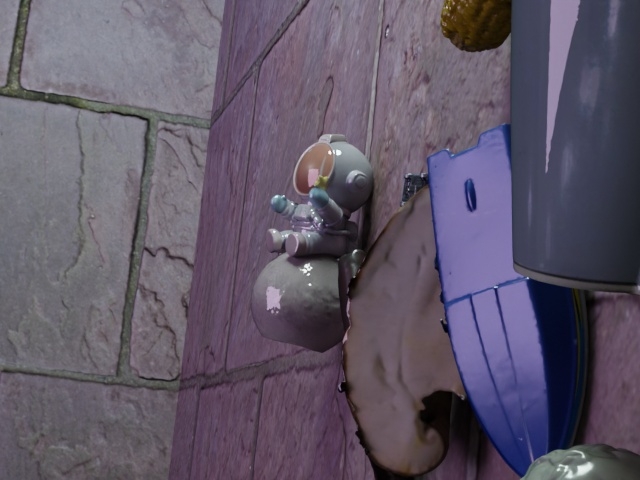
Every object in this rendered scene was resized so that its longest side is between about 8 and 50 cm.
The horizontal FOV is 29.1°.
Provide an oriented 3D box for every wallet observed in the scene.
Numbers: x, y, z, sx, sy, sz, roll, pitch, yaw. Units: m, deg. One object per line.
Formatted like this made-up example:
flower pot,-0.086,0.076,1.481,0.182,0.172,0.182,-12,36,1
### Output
wallet,0.058,0.147,1.329,0.182,0.049,0.229,69,-168,-54

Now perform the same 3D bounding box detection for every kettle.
kettle,0.222,-0.084,0.841,0.210,0.160,0.243,13,103,47

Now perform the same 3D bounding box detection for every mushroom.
mushroom,0.109,0.079,1.196,0.151,0.156,0.286,7,-83,-79

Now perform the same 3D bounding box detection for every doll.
doll,0.000,0.000,1.626,0.151,0.151,0.287,171,114,-75

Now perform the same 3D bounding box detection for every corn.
corn,0.182,-0.268,1.142,0.262,0.097,0.097,117,157,-55

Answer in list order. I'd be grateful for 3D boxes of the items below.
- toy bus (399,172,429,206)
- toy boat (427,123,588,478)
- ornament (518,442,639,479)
toy bus,0.119,-0.052,1.353,0.083,0.046,0.038,-172,90,-73
toy boat,0.163,0.060,1.033,0.129,0.088,0.295,-23,65,39
ornament,0.160,0.244,0.863,0.285,0.130,0.120,113,172,-46
